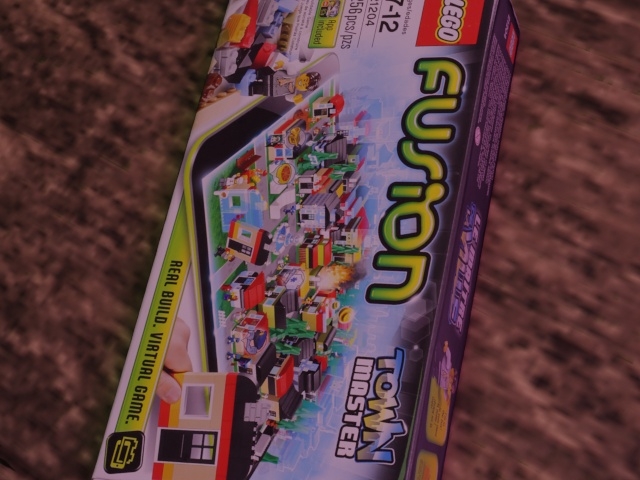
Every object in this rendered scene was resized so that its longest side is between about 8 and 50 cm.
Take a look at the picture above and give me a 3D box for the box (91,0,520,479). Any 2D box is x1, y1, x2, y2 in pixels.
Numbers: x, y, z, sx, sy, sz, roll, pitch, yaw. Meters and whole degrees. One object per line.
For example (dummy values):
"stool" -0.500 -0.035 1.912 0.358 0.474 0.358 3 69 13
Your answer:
"box" 0.000 0.000 0.449 0.114 0.036 0.207 2 65 23
